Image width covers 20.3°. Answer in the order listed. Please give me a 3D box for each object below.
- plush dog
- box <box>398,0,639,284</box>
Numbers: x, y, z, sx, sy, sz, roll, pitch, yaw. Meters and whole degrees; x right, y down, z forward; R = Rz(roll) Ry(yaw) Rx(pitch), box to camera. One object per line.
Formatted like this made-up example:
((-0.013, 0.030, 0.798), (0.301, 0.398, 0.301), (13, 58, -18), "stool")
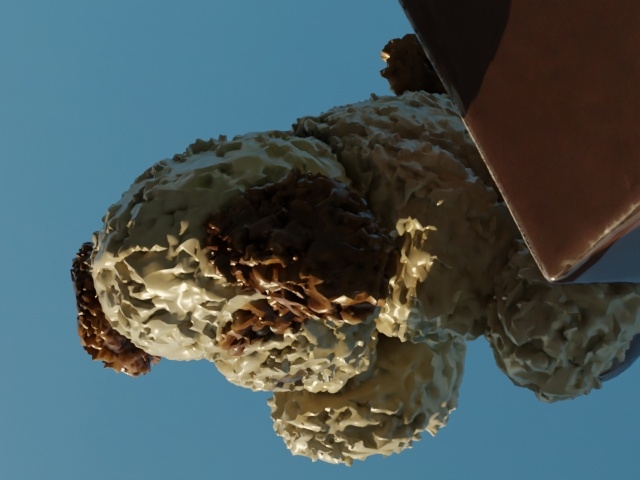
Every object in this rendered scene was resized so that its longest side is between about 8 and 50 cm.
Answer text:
((0.000, 0.000, 0.858), (0.262, 0.225, 0.211), (-24, -104, 51), "plush dog")
((0.174, -0.104, 0.737), (0.203, 0.168, 0.167), (-44, -120, 35), "box")
